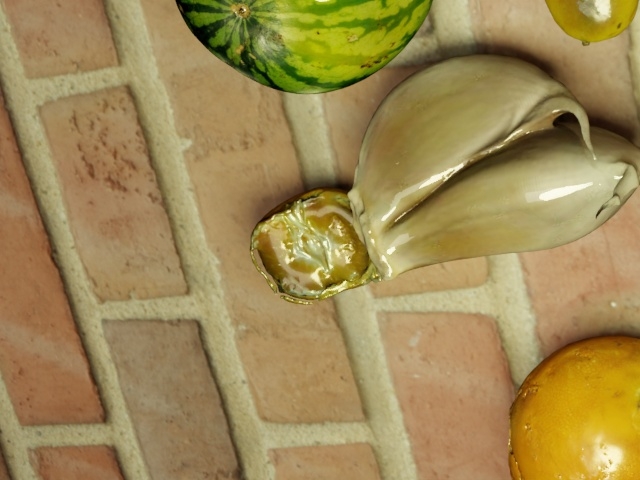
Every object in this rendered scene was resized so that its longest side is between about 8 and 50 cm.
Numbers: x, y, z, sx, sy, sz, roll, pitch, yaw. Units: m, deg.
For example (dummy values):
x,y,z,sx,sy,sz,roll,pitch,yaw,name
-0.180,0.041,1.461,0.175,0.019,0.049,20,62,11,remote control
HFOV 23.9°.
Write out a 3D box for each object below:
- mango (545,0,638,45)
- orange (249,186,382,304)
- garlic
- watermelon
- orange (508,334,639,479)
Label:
x,y,z,sx,sy,sz,roll,pitch,yaw,name
0.278,-0.289,1.600,0.103,0.076,0.161,-16,101,38,mango
0.000,0.000,1.872,0.170,0.112,0.160,21,113,-8,orange
0.202,-0.100,1.641,0.340,0.246,0.231,-15,92,45,garlic
-0.013,-0.299,1.630,0.285,0.285,0.285,12,118,24,watermelon
0.332,0.227,1.723,0.240,0.240,0.240,12,118,24,orange
